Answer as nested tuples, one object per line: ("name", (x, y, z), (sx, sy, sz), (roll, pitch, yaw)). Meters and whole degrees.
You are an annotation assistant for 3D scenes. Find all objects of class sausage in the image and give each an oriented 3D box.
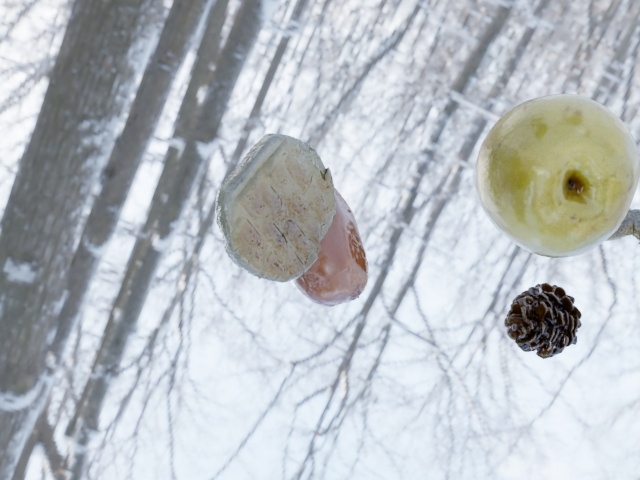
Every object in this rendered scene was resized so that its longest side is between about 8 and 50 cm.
("sausage", (-0.001, -0.002, 1.692), (0.133, 0.133, 0.258), (14, -142, -24))

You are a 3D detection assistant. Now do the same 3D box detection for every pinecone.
("pinecone", (0.464, 0.170, 2.314), (0.173, 0.174, 0.174), (21, -155, -10))

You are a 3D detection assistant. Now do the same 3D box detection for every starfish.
("starfish", (0.643, -0.028, 2.319), (0.247, 0.050, 0.138), (10, -149, 27))

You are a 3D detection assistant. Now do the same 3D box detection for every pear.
("pear", (0.428, -0.119, 1.989), (0.314, 0.314, 0.314), (21, -155, -10))

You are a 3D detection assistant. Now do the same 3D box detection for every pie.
("pie", (-0.053, -0.037, 1.432), (0.195, 0.195, 0.046), (1, -177, -42))
